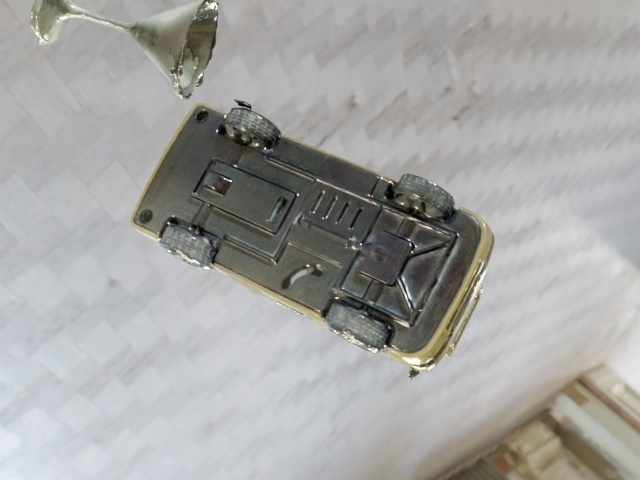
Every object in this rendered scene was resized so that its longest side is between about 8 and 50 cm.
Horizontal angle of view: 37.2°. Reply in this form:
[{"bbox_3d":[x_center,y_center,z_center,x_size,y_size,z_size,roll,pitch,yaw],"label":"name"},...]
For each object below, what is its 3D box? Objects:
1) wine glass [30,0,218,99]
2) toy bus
[{"bbox_3d":[-0.273,-0.299,1.328,0.156,0.232,0.156,18,90,-86],"label":"wine glass"},{"bbox_3d":[0.000,0.000,1.003,0.177,0.365,0.202,-61,155,-8],"label":"toy bus"}]
